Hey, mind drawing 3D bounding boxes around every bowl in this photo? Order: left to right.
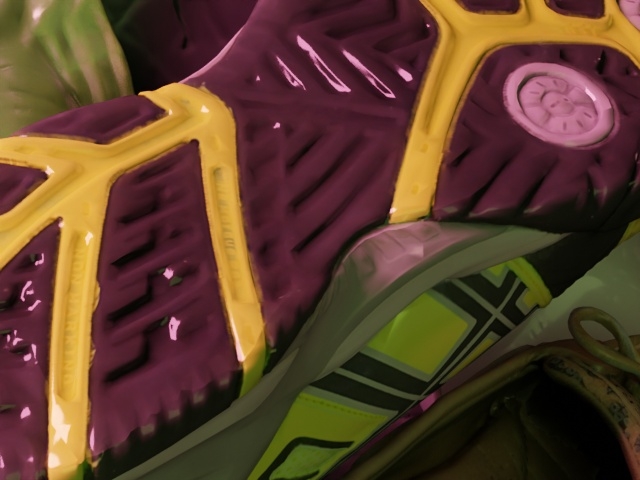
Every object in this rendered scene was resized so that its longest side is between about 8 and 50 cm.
[{"bbox_3d":[0.090,0.016,0.737,0.142,0.053,0.142,-36,147,-15],"label":"bowl"}]

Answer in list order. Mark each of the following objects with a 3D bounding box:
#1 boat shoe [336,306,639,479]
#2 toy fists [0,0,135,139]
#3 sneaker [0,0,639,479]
[{"bbox_3d":[0.086,0.093,0.648,0.285,0.104,0.089,-26,152,-43],"label":"boat shoe"},{"bbox_3d":[-0.121,0.020,0.640,0.142,0.096,0.279,-25,109,-19],"label":"toy fists"},{"bbox_3d":[0.000,0.000,0.599,0.384,0.145,0.147,-25,151,-29],"label":"sneaker"}]
